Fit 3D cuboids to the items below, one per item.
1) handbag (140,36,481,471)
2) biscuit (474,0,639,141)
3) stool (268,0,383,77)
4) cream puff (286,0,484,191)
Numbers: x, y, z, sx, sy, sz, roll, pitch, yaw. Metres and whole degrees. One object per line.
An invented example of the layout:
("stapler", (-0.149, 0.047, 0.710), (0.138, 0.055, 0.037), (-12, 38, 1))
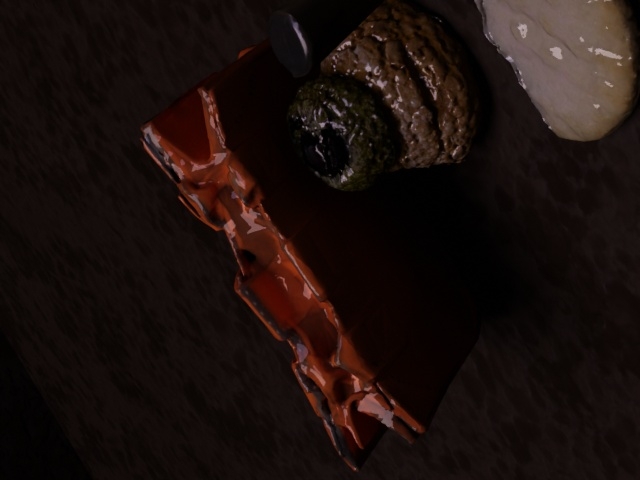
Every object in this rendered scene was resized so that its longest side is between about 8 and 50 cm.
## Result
("handbag", (0.000, 0.000, 2.009), (0.116, 0.303, 0.410), (-28, 99, 26))
("biscuit", (0.198, -0.188, 1.670), (0.188, 0.040, 0.265), (30, 147, 40))
("stool", (0.006, -0.340, 1.553), (0.310, 0.226, 0.310), (46, 148, 27))
("cream puff", (0.046, -0.124, 1.890), (0.183, 0.169, 0.183), (44, 155, 27))
